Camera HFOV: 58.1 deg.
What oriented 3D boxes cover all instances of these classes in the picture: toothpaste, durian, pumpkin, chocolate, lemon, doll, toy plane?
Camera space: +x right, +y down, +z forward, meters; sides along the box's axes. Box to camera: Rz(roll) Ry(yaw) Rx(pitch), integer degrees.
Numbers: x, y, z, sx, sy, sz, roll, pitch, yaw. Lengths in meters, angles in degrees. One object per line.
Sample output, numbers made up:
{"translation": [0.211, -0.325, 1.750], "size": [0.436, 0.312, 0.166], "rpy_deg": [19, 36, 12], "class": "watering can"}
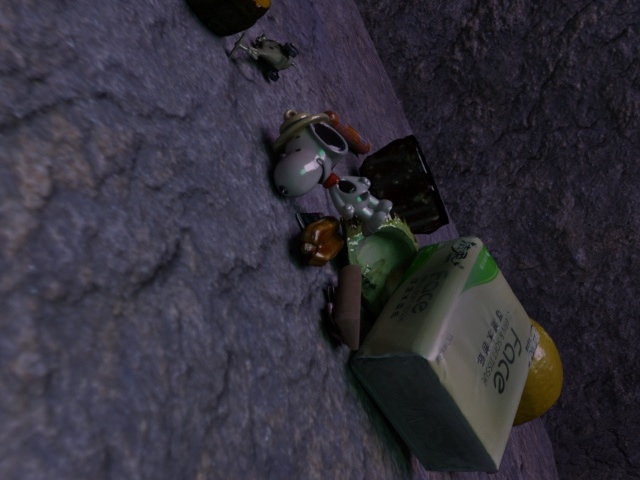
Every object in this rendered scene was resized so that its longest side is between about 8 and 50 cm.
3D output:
{"translation": [-0.017, -0.047, 1.250], "size": [0.037, 0.021, 0.140], "rpy_deg": [66, 22, 3], "class": "toothpaste"}
{"translation": [0.160, 0.073, 1.383], "size": [0.198, 0.163, 0.394], "rpy_deg": [-83, 154, -55], "class": "durian"}
{"translation": [-0.177, -0.507, 1.195], "size": [0.126, 0.131, 0.248], "rpy_deg": [48, 31, -24], "class": "pumpkin"}
{"translation": [0.245, -0.153, 1.772], "size": [0.340, 0.210, 0.225], "rpy_deg": [57, 17, -36], "class": "chocolate"}
{"translation": [0.537, 0.358, 1.760], "size": [0.364, 0.364, 0.364], "rpy_deg": [52, 24, -35], "class": "lemon"}
{"translation": [0.025, -0.141, 1.201], "size": [0.271, 0.144, 0.208], "rpy_deg": [21, 66, -16], "class": "doll"}
{"translation": [-0.123, -0.429, 1.315], "size": [0.108, 0.092, 0.286], "rpy_deg": [42, 22, -4], "class": "toy plane"}

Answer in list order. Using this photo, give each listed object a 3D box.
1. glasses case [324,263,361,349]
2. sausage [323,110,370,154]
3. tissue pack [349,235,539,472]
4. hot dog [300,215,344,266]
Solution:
{"translation": [0.046, 0.140, 1.158], "size": [0.193, 0.070, 0.102], "rpy_deg": [-80, 170, -60], "class": "glasses case"}
{"translation": [0.083, -0.325, 1.769], "size": [0.348, 0.053, 0.053], "rpy_deg": [19, 51, -64], "class": "sausage"}
{"translation": [0.290, 0.235, 1.251], "size": [0.332, 0.205, 0.405], "rpy_deg": [56, 45, -16], "class": "tissue pack"}
{"translation": [0.000, 0.000, 1.171], "size": [0.236, 0.062, 0.092], "rpy_deg": [-23, 105, -75], "class": "hot dog"}
